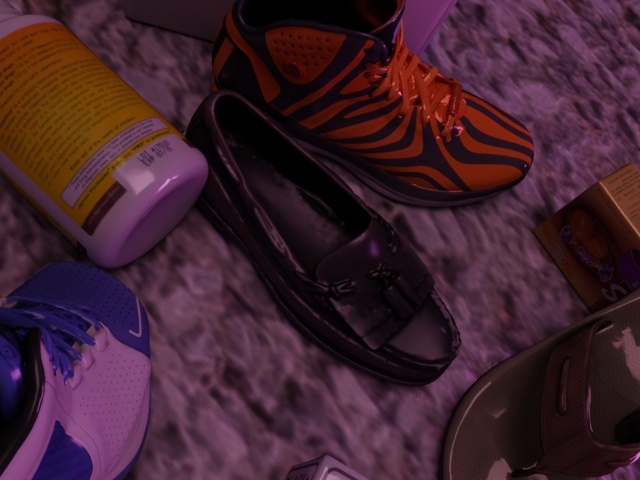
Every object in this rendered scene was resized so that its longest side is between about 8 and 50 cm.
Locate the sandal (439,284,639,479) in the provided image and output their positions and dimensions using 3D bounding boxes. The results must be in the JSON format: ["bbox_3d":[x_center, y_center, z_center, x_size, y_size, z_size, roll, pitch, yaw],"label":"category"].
[{"bbox_3d":[0.217,0.118,0.535,0.303,0.086,0.120,-40,82,4],"label":"sandal"}]

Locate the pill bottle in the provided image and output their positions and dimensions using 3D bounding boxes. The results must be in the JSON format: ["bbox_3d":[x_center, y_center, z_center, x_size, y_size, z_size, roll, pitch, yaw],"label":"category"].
[{"bbox_3d":[-0.198,-0.088,0.527,0.215,0.117,0.117,43,62,4],"label":"pill bottle"}]

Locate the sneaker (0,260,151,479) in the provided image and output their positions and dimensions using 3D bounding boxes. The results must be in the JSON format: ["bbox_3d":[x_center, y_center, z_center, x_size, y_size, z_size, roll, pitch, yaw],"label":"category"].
[{"bbox_3d":[-0.164,0.083,0.359,0.127,0.182,0.315,16,31,-3],"label":"sneaker"}]

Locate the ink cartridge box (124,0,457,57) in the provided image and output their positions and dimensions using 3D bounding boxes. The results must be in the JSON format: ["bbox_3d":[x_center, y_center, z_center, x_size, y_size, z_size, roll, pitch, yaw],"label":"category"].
[{"bbox_3d":[-0.011,-0.386,0.690,0.286,0.166,0.394,13,65,-11],"label":"ink cartridge box"}]

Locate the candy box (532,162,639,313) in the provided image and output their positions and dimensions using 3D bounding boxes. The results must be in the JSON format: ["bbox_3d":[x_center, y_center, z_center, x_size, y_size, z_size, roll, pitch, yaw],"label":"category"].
[{"bbox_3d":[0.293,0.036,0.633,0.053,0.109,0.186,-26,77,-25],"label":"candy box"}]

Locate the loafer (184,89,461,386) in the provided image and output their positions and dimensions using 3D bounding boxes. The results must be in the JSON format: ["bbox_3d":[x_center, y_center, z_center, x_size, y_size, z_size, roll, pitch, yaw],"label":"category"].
[{"bbox_3d":[0.000,0.000,0.563,0.302,0.095,0.109,43,62,4],"label":"loafer"}]

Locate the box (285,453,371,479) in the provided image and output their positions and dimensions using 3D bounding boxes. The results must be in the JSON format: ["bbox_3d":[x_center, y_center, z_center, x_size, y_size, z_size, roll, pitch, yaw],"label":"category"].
[{"bbox_3d":[-0.002,0.306,0.430,0.169,0.087,0.290,32,61,-2],"label":"box"}]

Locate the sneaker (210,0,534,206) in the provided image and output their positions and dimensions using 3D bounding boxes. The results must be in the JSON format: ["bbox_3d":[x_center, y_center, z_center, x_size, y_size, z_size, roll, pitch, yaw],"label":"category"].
[{"bbox_3d":[0.067,-0.132,0.594,0.321,0.180,0.124,13,65,-12],"label":"sneaker"}]
